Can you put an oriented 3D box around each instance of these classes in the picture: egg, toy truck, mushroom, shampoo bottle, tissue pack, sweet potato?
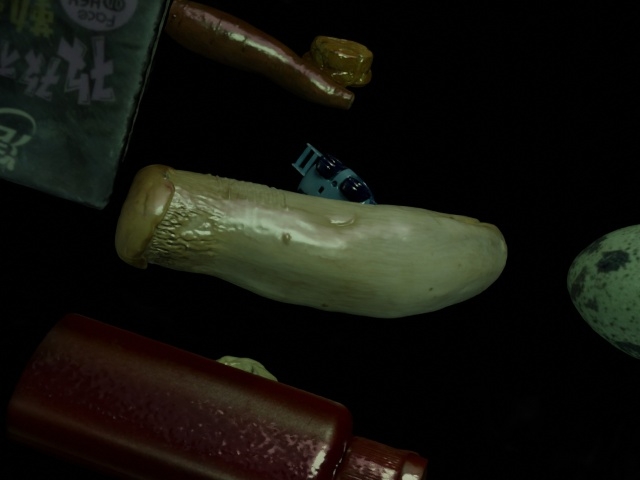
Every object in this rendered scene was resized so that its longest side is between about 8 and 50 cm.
[{"bbox_3d":[0.310,0.048,1.187,0.172,0.132,0.132,11,29,5],"label":"egg"},{"bbox_3d":[0.005,-0.051,1.223,0.136,0.063,0.074,47,15,34],"label":"toy truck"},{"bbox_3d":[0.000,0.000,1.099,0.351,0.095,0.122,9,30,-21],"label":"mushroom"},{"bbox_3d":[-0.062,0.126,0.835,0.260,0.064,0.102,17,46,10],"label":"shampoo bottle"},{"bbox_3d":[-0.242,-0.220,1.038,0.259,0.361,0.122,19,34,-3],"label":"tissue pack"},{"bbox_3d":[-0.082,-0.212,1.437,0.265,0.057,0.057,23,29,0],"label":"sweet potato"}]

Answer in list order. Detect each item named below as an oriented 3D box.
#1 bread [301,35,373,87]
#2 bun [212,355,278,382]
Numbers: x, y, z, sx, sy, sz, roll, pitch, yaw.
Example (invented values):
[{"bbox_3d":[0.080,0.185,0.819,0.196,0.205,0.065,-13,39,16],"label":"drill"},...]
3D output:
[{"bbox_3d":[0.023,-0.205,1.502,0.081,0.046,0.083,33,33,29],"label":"bread"},{"bbox_3d":[-0.059,0.112,0.916,0.086,0.054,0.086,16,29,-9],"label":"bun"}]
